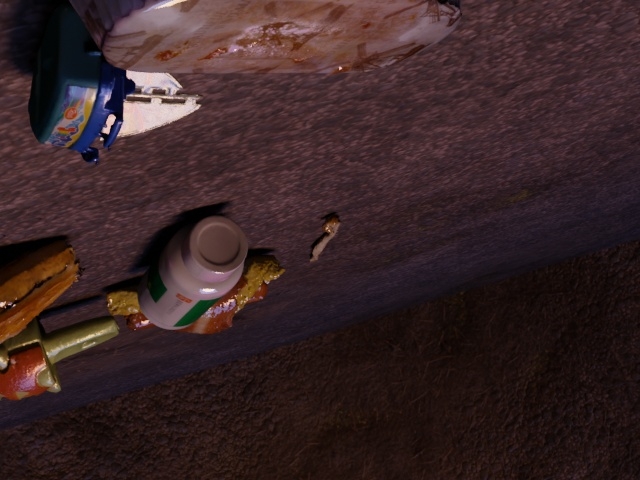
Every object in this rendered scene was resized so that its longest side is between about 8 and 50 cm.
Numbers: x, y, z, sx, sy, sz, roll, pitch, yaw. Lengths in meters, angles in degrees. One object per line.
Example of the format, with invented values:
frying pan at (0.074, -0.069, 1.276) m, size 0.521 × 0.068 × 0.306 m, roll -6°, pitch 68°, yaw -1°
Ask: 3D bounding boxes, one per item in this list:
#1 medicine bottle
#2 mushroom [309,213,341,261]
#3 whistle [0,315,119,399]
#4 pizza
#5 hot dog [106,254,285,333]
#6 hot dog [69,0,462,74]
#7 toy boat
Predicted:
medicine bottle at (-0.151, 0.039, 1.446) m, size 0.095 × 0.095 × 0.260 m, roll -14°, pitch 171°, yaw -23°
mushroom at (0.006, 0.000, 1.736) m, size 0.028 × 0.025 × 0.286 m, roll -1°, pitch 170°, yaw -5°
whistle at (-0.409, 0.161, 1.624) m, size 0.288 × 0.106 × 0.131 m, roll -17°, pitch 164°, yaw -7°
pizza at (-0.334, 0.056, 1.318) m, size 0.147 × 0.069 × 0.226 m, roll -38°, pitch 179°, yaw -17°
hot dog at (-0.162, 0.082, 1.668) m, size 0.262 × 0.093 × 0.123 m, roll -15°, pitch 169°, yaw -18°
hot dog at (-0.018, -0.149, 0.704) m, size 0.268 × 0.075 × 0.144 m, roll -2°, pitch 157°, yaw -46°
toy boat at (-0.128, -0.090, 0.776) m, size 0.110 × 0.091 × 0.175 m, roll 4°, pitch 167°, yaw -20°
